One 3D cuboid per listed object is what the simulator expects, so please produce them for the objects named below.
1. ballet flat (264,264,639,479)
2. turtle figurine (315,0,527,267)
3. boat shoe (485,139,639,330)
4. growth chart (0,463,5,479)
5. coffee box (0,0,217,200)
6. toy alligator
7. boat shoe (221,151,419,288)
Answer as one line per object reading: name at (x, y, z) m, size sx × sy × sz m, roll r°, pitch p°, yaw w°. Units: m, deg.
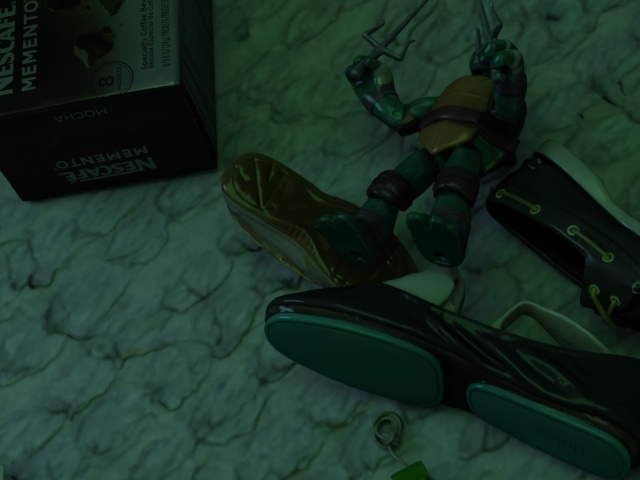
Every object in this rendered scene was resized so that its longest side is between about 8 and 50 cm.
ballet flat at (0.103, 0.078, 1.189) m, size 0.280 × 0.095 × 0.096 m, roll 21°, pitch 58°, yaw 12°
turtle figurine at (0.093, -0.088, 1.231) m, size 0.175 × 0.118 × 0.234 m, roll -18°, pitch 39°, yaw 51°
boat shoe at (0.205, 0.022, 1.200) m, size 0.068 × 0.081 × 0.228 m, roll -38°, pitch 53°, yaw -6°
growth chart at (-0.287, 0.198, 1.188) m, size 0.172 × 0.021 × 0.237 m, roll -10°, pitch 36°, yaw -17°
coffee box at (-0.179, -0.196, 1.385) m, size 0.168 × 0.119 × 0.297 m, roll -8°, pitch 59°, yaw 9°
toy alligator at (0.074, 0.184, 1.151) m, size 0.056 × 0.051 × 0.190 m, roll -26°, pitch 59°, yaw -3°
boat shoe at (0.000, 0.000, 1.269) m, size 0.170 × 0.059 × 0.063 m, roll 38°, pitch 70°, yaw 6°
